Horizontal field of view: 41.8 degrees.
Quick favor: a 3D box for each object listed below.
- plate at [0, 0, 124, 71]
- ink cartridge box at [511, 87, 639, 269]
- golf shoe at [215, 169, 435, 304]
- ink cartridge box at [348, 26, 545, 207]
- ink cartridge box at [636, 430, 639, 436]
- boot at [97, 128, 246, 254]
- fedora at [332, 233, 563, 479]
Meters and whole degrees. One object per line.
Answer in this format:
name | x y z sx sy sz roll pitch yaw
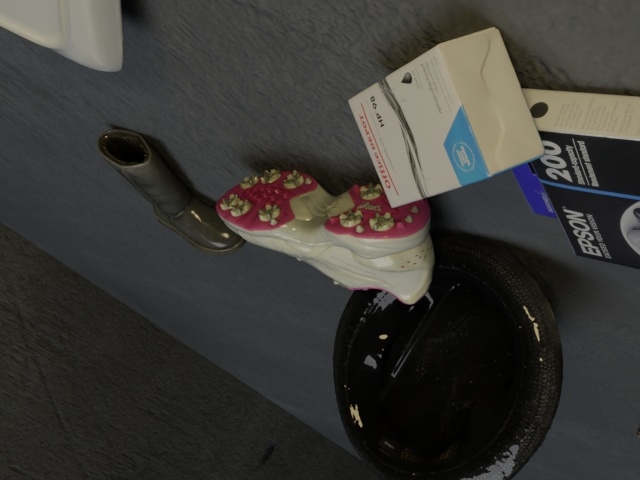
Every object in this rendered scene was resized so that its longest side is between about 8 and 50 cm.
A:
plate | -0.307 -0.283 0.742 0.278 0.045 0.277 27 151 2
ink cartridge box | 0.237 -0.044 0.692 0.208 0.045 0.206 15 158 39
golf shoe | 0.000 0.000 0.991 0.306 0.115 0.140 14 137 40
ink cartridge box | 0.087 -0.089 0.683 0.180 0.060 0.104 -17 96 64
ink cartridge box | 0.535 0.291 1.202 0.146 0.045 0.179 20 178 21
boot | -0.214 -0.072 1.238 0.190 0.076 0.208 18 153 21
fedora | 0.172 0.152 1.024 0.334 0.333 0.153 11 -174 42
